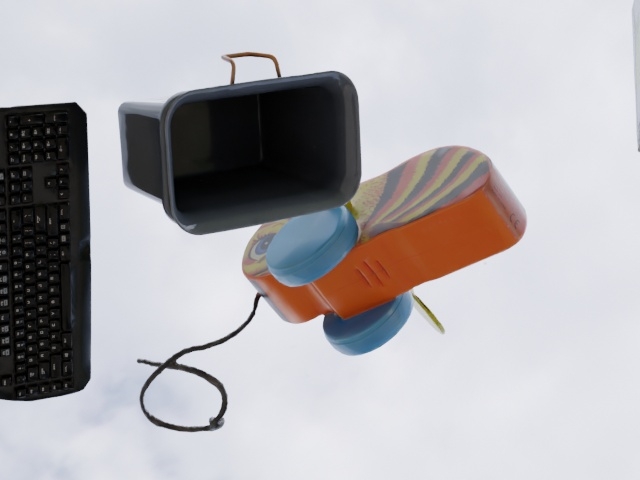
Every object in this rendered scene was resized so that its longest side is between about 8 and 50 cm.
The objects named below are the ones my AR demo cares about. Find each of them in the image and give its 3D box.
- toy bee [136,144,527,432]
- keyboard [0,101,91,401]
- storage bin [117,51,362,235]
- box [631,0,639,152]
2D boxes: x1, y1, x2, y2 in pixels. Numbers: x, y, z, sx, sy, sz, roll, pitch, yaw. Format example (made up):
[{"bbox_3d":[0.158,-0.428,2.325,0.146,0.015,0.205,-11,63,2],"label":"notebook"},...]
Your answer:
[{"bbox_3d":[0.000,0.000,1.078,0.298,0.162,0.195,-11,-57,6],"label":"toy bee"},{"bbox_3d":[-0.185,0.014,0.895,0.100,0.038,0.192,-6,-72,-22],"label":"keyboard"},{"bbox_3d":[-0.057,-0.066,0.889,0.135,0.091,0.098,-13,-73,-34],"label":"storage bin"},{"bbox_3d":[0.268,-0.078,0.550,0.290,0.169,0.087,10,-62,4],"label":"box"}]
